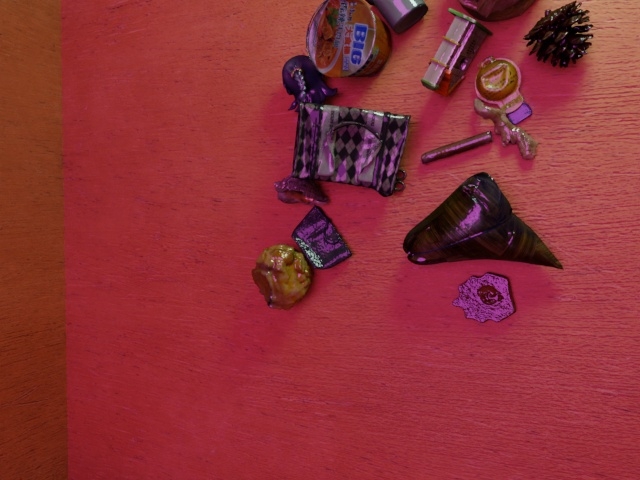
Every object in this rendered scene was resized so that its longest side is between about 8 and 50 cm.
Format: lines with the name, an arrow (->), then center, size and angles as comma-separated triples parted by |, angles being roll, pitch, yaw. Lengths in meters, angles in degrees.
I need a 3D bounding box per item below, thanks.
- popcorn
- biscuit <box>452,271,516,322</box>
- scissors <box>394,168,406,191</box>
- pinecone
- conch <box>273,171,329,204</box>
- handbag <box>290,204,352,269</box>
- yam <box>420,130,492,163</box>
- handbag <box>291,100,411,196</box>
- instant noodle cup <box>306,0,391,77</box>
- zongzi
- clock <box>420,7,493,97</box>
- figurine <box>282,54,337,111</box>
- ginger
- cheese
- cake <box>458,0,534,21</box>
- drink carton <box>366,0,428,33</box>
popcorn -> -0.165, 0.153, 2.048 | 0.252, 0.215, 0.286 | -2, 108, 26
biscuit -> 0.583, 0.210, 1.772 | 0.216, 0.034, 0.182 | -13, 87, 29
scissors -> 0.231, -0.244, 1.930 | 0.220, 0.017, 0.087 | 9, 101, 26
pinecone -> 0.758, -0.641, 1.543 | 0.208, 0.208, 0.207 | 2, 94, 27
conch -> -0.080, -0.204, 2.011 | 0.246, 0.178, 0.162 | 22, 113, 5
handbag -> 0.000, 0.000, 2.032 | 0.175, 0.089, 0.270 | -40, 75, 15
yam -> 0.489, -0.334, 1.777 | 0.264, 0.046, 0.046 | -16, 86, 25
handbag -> 0.107, -0.339, 1.843 | 0.417, 0.180, 0.316 | 8, 98, 5
instant noodle cup -> 0.124, -0.738, 1.827 | 0.297, 0.214, 0.296 | 6, 101, 32
zongzi -> 0.546, 0.041, 1.708 | 0.432, 0.208, 0.403 | 48, 118, 3
clock -> 0.453, -0.634, 1.687 | 0.106, 0.220, 0.255 | 38, 117, 21
figurine -> -0.053, -0.616, 1.970 | 0.175, 0.197, 0.265 | -30, 70, -17
ginger -> 0.630, -0.386, 1.690 | 0.288, 0.075, 0.089 | 43, 122, 10
cheese -> 0.628, -0.516, 1.685 | 0.157, 0.064, 0.250 | -32, 89, 27
cake -> 0.557, -0.895, 1.554 | 0.333, 0.321, 0.331 | 3, 96, 25
drink carton -> 0.272, -0.874, 1.781 | 0.186, 0.191, 0.189 | -31, 86, 23
